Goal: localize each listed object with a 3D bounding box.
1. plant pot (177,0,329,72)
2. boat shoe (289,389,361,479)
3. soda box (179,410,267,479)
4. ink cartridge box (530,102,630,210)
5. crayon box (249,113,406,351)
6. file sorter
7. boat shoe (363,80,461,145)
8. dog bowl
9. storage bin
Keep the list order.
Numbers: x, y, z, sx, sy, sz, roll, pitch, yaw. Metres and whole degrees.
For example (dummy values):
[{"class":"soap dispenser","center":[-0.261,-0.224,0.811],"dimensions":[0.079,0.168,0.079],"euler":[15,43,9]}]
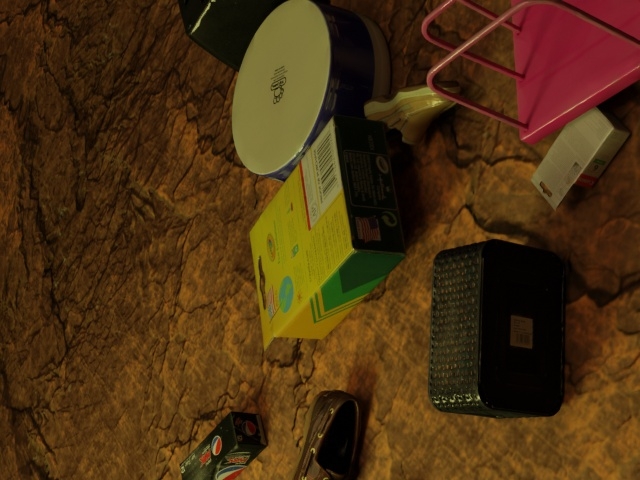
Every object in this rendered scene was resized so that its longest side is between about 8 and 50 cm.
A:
[{"class":"plant pot","center":[-0.122,-0.382,1.887],"dimensions":[0.188,0.167,0.187],"euler":[-51,41,37]},{"class":"boat shoe","center":[0.007,0.297,1.561],"dimensions":[0.073,0.073,0.207],"euler":[-2,79,60]},{"class":"soda box","center":[-0.148,0.324,1.804],"dimensions":[0.169,0.053,0.060],"euler":[-49,44,38]},{"class":"ink cartridge box","center":[0.281,-0.091,1.310],"dimensions":[0.115,0.029,0.063],"euler":[-60,37,27]},{"class":"crayon box","center":[0.000,0.000,1.627],"dimensions":[0.318,0.081,0.202],"euler":[132,137,-53]},{"class":"file sorter","center":[0.223,-0.295,1.294],"dimensions":[0.202,0.182,0.290],"euler":[-33,47,47]},{"class":"boat shoe","center":[0.122,-0.159,1.552],"dimensions":[0.190,0.068,0.072],"euler":[169,97,-65]},{"class":"dog bowl","center":[-0.019,-0.210,1.732],"dimensions":[0.265,0.104,0.265],"euler":[-24,60,52]},{"class":"storage bin","center":[0.191,0.098,1.299],"dimensions":[0.084,0.122,0.180],"euler":[-16,67,54]}]
